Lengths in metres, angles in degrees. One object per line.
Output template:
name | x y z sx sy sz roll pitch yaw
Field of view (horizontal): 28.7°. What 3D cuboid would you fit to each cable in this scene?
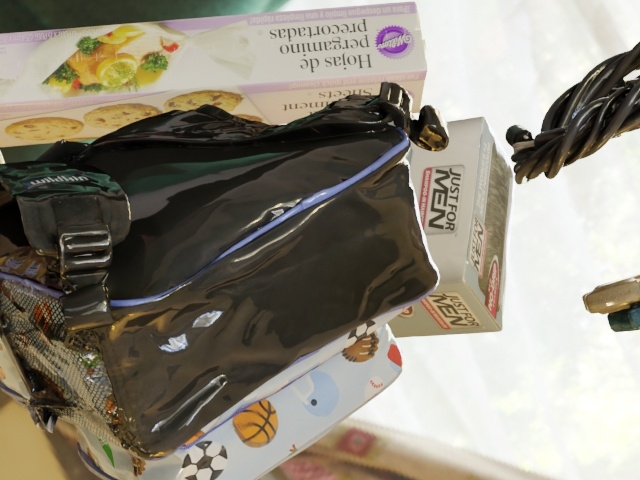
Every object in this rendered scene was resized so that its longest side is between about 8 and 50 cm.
cable | 0.204 -0.099 0.828 0.184 0.047 0.150 -28 -176 15

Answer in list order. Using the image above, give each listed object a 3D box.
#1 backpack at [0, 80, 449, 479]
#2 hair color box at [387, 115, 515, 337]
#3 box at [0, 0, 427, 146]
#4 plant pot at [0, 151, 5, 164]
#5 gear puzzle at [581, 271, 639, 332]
backpack | -0.088 0.022 0.766 0.276 0.213 0.263 -25 -151 -36
hair color box | 0.000 0.000 1.277 0.374 0.113 0.185 -6 -122 27
box | -0.085 -0.123 0.927 0.324 0.063 0.067 -5 157 -4
plant pot | -0.424 -0.082 1.427 0.109 0.096 0.109 -32 138 31
gear puzzle | 0.267 0.003 0.604 0.175 0.044 0.339 -21 174 38
